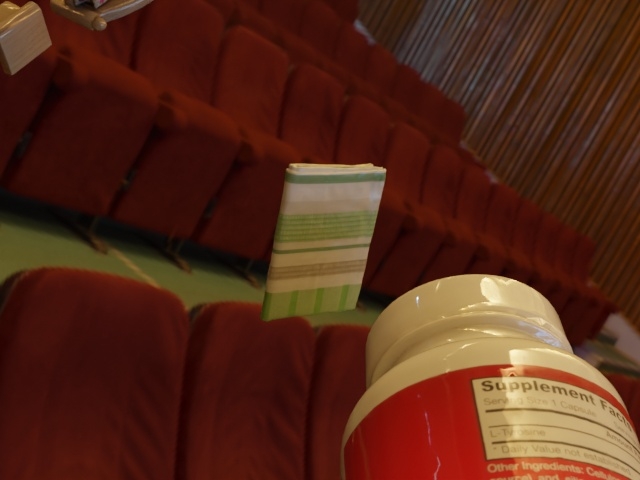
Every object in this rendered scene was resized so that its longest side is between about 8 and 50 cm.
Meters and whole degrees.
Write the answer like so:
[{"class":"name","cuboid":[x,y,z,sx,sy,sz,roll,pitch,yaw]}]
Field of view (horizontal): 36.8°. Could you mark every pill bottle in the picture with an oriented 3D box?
[{"class":"pill bottle","cuboid":[0.129,0.221,0.682,0.229,0.229,0.408,26,34,-22]}]

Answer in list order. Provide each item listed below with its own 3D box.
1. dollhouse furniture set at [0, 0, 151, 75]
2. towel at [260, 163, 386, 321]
[{"class":"dollhouse furniture set","cuboid":[-0.112,-0.317,0.734,0.173,0.355,0.303,29,-30,22]},{"class":"towel","cuboid":[0.000,0.000,0.902,0.113,0.152,0.023,-2,25,-36]}]
